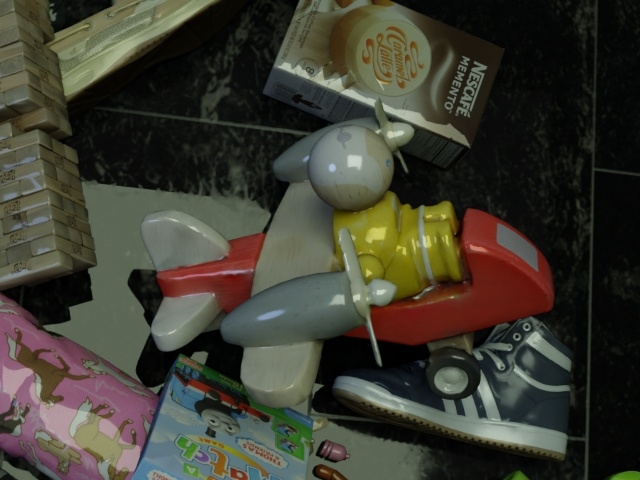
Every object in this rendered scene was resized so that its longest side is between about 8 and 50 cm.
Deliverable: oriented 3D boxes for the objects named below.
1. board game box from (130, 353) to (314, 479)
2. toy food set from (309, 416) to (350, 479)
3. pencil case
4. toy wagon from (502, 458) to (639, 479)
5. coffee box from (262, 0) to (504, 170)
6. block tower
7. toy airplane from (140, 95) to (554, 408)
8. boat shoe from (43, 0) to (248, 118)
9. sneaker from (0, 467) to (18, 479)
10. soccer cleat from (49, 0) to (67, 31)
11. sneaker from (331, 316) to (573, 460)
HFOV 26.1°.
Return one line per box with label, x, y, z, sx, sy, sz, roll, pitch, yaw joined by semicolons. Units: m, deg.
board game box;-0.090;0.204;1.343;0.160;0.211;0.039;27;112;-7
toy food set;0.000;0.263;1.546;0.078;0.019;0.122;-15;80;-14
pencil case;-0.230;0.197;1.442;0.386;0.167;0.160;29;51;-2
toy wagon;0.287;0.381;1.548;0.267;0.068;0.344;43;72;1
coffee box;0.074;-0.200;1.629;0.247;0.098;0.141;22;73;-5
block tower;-0.323;-0.111;1.480;0.091;0.097;0.335;-17;73;15
toy airplane;0.000;0.000;1.427;0.384;0.272;0.386;-20;40;-32
boat shoe;-0.204;-0.256;1.589;0.302;0.109;0.098;-34;82;-9
sneaker;-0.392;0.321;1.435;0.215;0.084;0.083;-39;73;-20
soccer cleat;-0.352;-0.321;1.593;0.060;0.072;0.179;-32;84;-16
sneaker;0.157;0.146;1.561;0.282;0.099;0.153;16;79;-14
